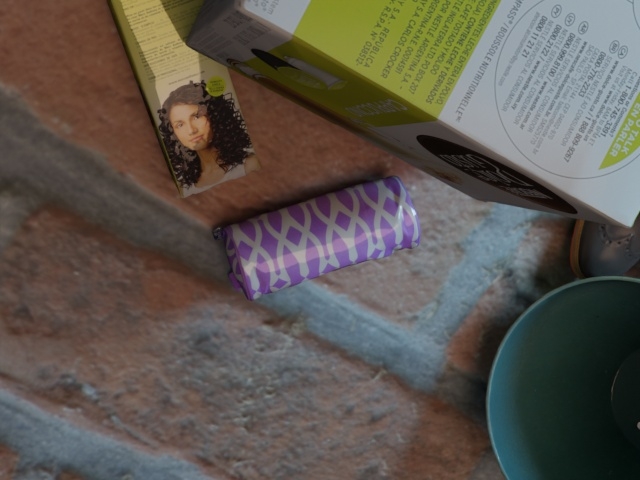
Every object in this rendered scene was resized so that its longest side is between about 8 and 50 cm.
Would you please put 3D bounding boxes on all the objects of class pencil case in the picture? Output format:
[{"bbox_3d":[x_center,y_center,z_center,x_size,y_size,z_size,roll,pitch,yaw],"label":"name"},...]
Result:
[{"bbox_3d":[0.000,0.000,1.258,0.206,0.086,0.088,-17,150,-8],"label":"pencil case"}]

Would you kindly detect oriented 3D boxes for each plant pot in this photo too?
[{"bbox_3d":[0.358,0.184,1.364,0.195,0.290,0.290,2,116,-56],"label":"plant pot"}]

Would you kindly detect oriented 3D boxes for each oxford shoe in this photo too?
[{"bbox_3d":[0.367,-0.061,1.330,0.097,0.098,0.271,30,99,-14],"label":"oxford shoe"}]

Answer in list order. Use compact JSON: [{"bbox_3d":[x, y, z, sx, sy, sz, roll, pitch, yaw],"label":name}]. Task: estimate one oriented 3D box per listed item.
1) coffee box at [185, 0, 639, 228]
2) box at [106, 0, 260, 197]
[{"bbox_3d":[0.128,-0.237,0.995,0.334,0.337,0.338,28,89,-13],"label":"coffee box"},{"bbox_3d":[-0.133,-0.162,1.161,0.087,0.058,0.232,-23,116,-8],"label":"box"}]
